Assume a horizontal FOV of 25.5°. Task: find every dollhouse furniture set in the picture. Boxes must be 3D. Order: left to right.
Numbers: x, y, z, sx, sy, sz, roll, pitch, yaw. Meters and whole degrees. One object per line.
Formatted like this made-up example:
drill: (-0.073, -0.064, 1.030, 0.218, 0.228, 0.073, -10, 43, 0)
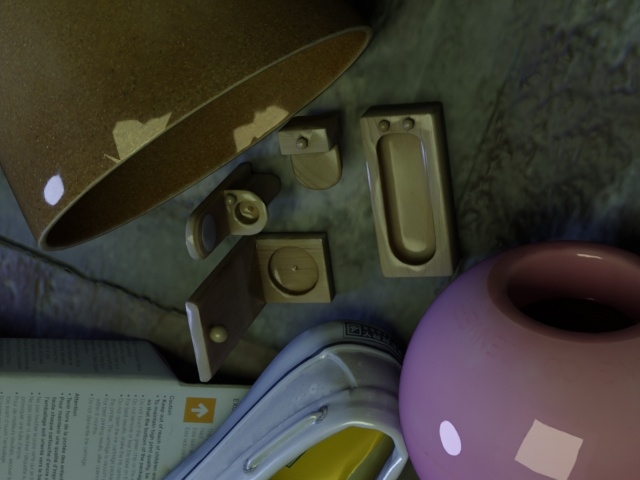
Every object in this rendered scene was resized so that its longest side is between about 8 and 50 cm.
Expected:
dollhouse furniture set: (0.000, 0.000, 0.916, 0.151, 0.123, 0.144, -1, 113, 19)

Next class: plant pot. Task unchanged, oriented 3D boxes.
plant pot: (-0.134, -0.163, 0.850, 0.237, 0.237, 0.254, -34, 87, 28)

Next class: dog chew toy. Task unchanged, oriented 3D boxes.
dog chew toy: (0.150, 0.168, 0.906, 0.207, 0.206, 0.331, 10, 124, 15)

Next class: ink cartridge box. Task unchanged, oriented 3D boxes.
ink cartridge box: (-0.220, 0.225, 1.092, 0.330, 0.071, 0.324, 3, 117, -15)

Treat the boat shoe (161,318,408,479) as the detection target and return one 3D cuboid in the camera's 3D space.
boat shoe: (-0.050, 0.233, 0.994, 0.136, 0.156, 0.367, 30, 114, -21)
